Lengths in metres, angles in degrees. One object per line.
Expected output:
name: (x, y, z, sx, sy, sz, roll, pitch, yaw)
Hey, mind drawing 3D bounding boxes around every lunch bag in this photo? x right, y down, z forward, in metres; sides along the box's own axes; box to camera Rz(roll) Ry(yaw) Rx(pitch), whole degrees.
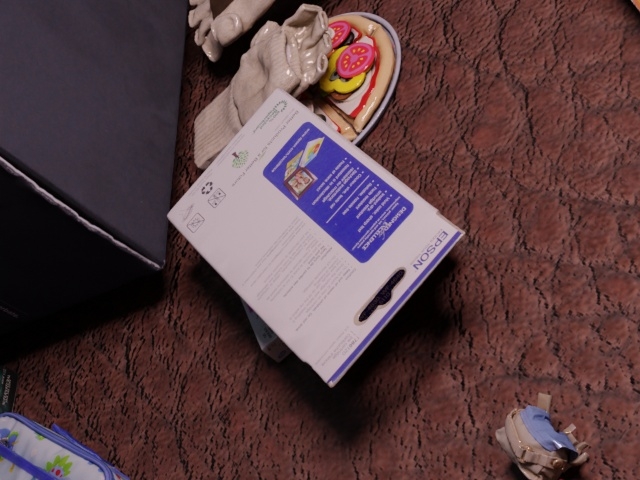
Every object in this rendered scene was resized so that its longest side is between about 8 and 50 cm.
lunch bag: (-0.260, 0.255, 1.411, 0.219, 0.090, 0.176, 20, 71, 48)

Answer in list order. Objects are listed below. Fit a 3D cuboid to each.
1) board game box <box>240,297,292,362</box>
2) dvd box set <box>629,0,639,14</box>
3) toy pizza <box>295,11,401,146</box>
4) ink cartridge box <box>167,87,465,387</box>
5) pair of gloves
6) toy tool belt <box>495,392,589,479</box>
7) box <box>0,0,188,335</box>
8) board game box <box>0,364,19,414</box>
board game box: (-0.028, 0.025, 1.425, 0.103, 0.026, 0.154, -40, 40, 11)
dvd box set: (0.401, -0.366, 1.313, 0.420, 0.062, 0.308, -38, 40, 14)
toy pizza: (-0.009, -0.147, 1.543, 0.201, 0.032, 0.201, -25, 45, 27)
ink cartridge box: (0.000, 0.000, 1.347, 0.165, 0.065, 0.332, -48, 38, 1)
pair of gloves: (-0.066, -0.206, 1.565, 0.204, 0.042, 0.240, -31, 47, 40)
toy tool belt: (0.165, 0.148, 1.125, 0.051, 0.052, 0.083, -52, 39, 10)
box: (-0.410, -0.153, 1.638, 0.471, 0.297, 0.480, -22, 49, 31)
board game box: (-0.392, 0.213, 1.615, 0.186, 0.026, 0.126, -24, 44, 28)
